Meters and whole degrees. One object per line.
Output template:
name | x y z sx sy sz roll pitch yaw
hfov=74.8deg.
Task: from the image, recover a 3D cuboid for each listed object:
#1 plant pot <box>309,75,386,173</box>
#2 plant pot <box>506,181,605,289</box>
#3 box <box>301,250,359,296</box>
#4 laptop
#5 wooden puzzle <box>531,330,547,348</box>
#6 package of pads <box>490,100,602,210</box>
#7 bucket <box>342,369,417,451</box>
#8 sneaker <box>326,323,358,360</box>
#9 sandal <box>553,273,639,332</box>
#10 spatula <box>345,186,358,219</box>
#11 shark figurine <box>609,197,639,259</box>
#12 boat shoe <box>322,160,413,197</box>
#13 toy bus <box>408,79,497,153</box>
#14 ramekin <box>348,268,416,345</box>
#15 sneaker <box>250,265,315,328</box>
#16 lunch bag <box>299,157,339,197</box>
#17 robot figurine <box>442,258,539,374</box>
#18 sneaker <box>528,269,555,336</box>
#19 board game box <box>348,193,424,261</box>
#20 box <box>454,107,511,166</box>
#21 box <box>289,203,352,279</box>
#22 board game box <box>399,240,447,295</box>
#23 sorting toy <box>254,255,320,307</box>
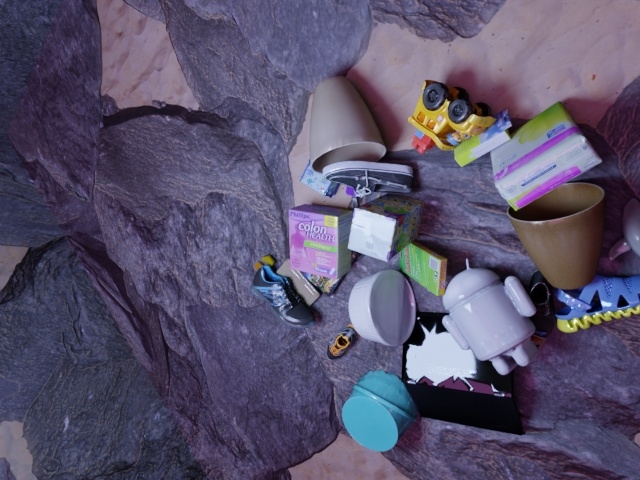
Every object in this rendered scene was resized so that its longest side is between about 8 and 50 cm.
plant pot | 0.065 -0.398 1.417 0.256 0.256 0.274 -20 77 35
plant pot | 0.679 0.002 1.178 0.237 0.237 0.254 -11 112 34
box | 0.036 0.093 1.697 0.159 0.044 0.233 39 122 16
laptop | 0.520 0.483 1.544 0.381 0.236 0.408 -3 75 32
wooden puzzle | 0.688 0.327 1.359 0.078 0.014 0.116 9 139 24
package of pads | 0.574 -0.224 1.112 0.101 0.296 0.229 45 126 -13
bucket | 0.233 0.683 1.685 0.281 0.183 0.281 10 111 29
sneaker | 0.078 0.438 1.762 0.084 0.083 0.215 39 123 14
sandal | 0.811 0.153 1.196 0.317 0.126 0.138 -33 83 34
spatula | 0.130 -0.113 1.580 0.084 0.030 0.297 13 112 26
shark figurine | 0.890 0.029 1.083 0.278 0.116 0.166 41 100 20
boat shoe | 0.159 -0.198 1.419 0.306 0.113 0.105 4 77 -4
toy bus | 0.374 -0.345 1.260 0.220 0.149 0.211 48 127 31
ramekin | 0.217 0.243 1.512 0.127 0.273 0.273 -13 99 46
sneaker | -0.159 0.241 1.773 0.340 0.125 0.140 33 123 19
lunch bag | 0.015 -0.256 1.572 0.128 0.096 0.151 34 102 18
robot figurine | 0.526 0.234 1.324 0.300 0.199 0.353 -45 65 34
sneaker | 0.675 0.210 1.295 0.083 0.118 0.222 -3 104 32
board game box | 0.225 -0.055 1.391 0.144 0.275 0.142 19 114 26
box | 0.486 -0.306 1.250 0.178 0.109 0.042 -29 122 35
box | 0.000 0.000 1.591 0.213 0.117 0.243 11 110 30
board game box | 0.342 0.081 1.432 0.259 0.039 0.124 -141 47 -64
sorting toy | -0.153 0.179 1.851 0.307 0.041 0.229 48 128 10
